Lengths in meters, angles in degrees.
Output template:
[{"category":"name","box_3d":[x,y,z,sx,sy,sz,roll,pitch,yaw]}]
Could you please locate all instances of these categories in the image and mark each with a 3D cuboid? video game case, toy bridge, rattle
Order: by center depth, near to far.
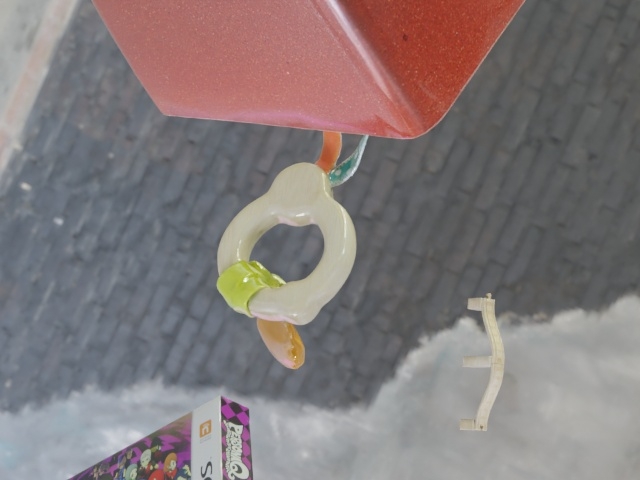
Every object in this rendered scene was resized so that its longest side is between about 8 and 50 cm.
[{"category":"video game case","box_3d":[-0.147,0.264,0.988,0.232,0.042,0.210,-31,-135,30]},{"category":"rattle","box_3d":[0.000,0.000,1.102,0.143,0.130,0.199,44,56,-40]},{"category":"toy bridge","box_3d":[0.223,0.165,1.658,0.063,0.026,0.188,-8,-106,57]}]

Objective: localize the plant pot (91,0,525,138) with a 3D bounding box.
[{"category":"plant pot","box_3d":[-0.020,-0.242,0.706,0.267,0.235,0.267,12,-119,49]}]
